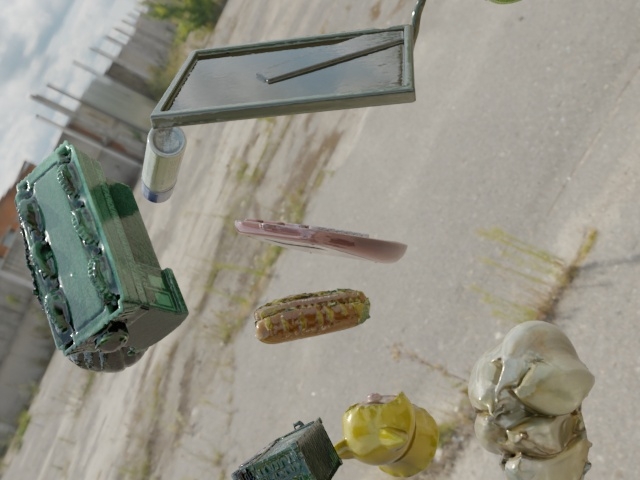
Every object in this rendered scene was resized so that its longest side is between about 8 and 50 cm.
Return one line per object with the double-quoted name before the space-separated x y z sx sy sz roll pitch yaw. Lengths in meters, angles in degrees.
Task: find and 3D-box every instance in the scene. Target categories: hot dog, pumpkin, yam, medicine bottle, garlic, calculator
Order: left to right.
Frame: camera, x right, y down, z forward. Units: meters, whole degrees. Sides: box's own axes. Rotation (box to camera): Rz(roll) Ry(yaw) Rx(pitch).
"pumpkin" -0.508 0.215 1.894 0.221 0.220 0.162 -82 -9 -45
"medicine bottle" -0.255 -0.120 1.277 0.231 0.059 0.059 136 155 -69
"hot dog" -0.019 0.160 1.759 0.115 0.268 0.072 -124 26 -57
"calculator" 0.000 0.000 1.344 0.220 0.329 0.048 9 88 34
"yam" 0.205 -0.466 1.722 0.029 0.027 0.234 -50 -23 -62
"garlic" 0.319 0.267 1.260 0.184 0.203 0.281 17 105 46

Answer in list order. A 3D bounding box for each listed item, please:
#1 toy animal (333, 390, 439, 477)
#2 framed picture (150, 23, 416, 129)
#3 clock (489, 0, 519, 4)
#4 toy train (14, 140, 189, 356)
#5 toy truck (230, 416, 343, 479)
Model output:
"toy animal" 0.123 0.343 1.392 0.156 0.229 0.156 -11 70 31
"framed picture" -0.035 -0.198 0.932 0.211 0.289 0.020 -82 -16 -56
"clock" 0.408 -0.586 1.633 0.235 0.308 0.096 -35 66 20
"toy train" -0.318 0.021 1.143 0.138 0.178 0.330 -37 59 18
"toy truck" -0.044 0.331 1.170 0.121 0.088 0.259 -29 -7 6
